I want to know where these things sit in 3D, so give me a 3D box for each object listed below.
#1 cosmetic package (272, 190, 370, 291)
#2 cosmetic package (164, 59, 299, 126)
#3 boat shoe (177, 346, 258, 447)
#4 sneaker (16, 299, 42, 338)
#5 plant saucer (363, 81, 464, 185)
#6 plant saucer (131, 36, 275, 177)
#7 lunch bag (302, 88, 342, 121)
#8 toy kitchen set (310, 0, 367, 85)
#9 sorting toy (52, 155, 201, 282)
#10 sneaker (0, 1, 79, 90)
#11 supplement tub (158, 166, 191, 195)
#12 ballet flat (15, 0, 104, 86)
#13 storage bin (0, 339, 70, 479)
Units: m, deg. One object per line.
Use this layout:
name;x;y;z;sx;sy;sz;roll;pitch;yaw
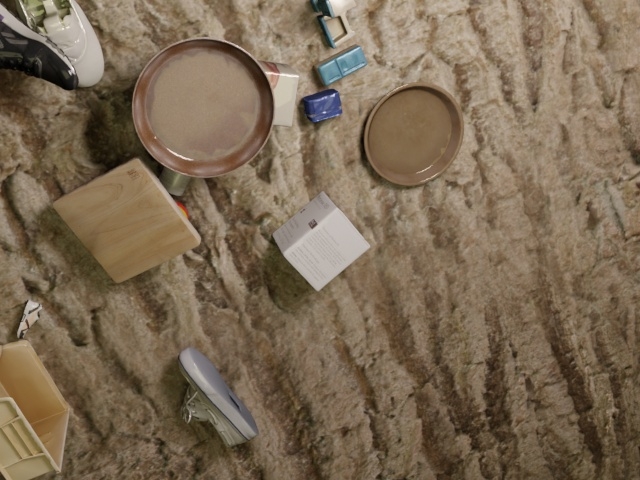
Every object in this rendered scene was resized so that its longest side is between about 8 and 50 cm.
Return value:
cosmetic package;0.000;0.000;1.917;0.184;0.151;0.151;-41;116;2
cosmetic package;-0.214;-0.357;1.713;0.296;0.153;0.129;3;112;-18
boat shoe;-0.324;0.454;2.036;0.157;0.136;0.367;-30;126;1
sneaker;-0.737;0.204;1.859;0.044;0.040;0.109;19;106;-24
plant saucer;0.243;-0.280;1.931;0.278;0.041;0.277;-5;113;-13
plant saucer;-0.255;-0.292;1.619;0.311;0.050;0.310;-5;115;-12
lunch bag;0.003;-0.331;1.828;0.099;0.067;0.065;-18;115;-7
toy kitchen set;0.034;-0.473;1.724;0.122;0.166;0.207;-28;116;-3
sorting toy;-0.455;-0.059;1.768;0.257;0.089;0.255;-24;116;18
sneaker;-0.645;-0.385;1.532;0.283;0.107;0.124;37;65;-1
supplement tub;-0.347;-0.171;1.796;0.071;0.071;0.107;25;103;-23
ballet flat;-0.587;-0.504;1.560;0.139;0.139;0.400;-22;116;-6
storage bin;-0.747;0.419;1.822;0.123;0.262;0.260;-22;116;-4
